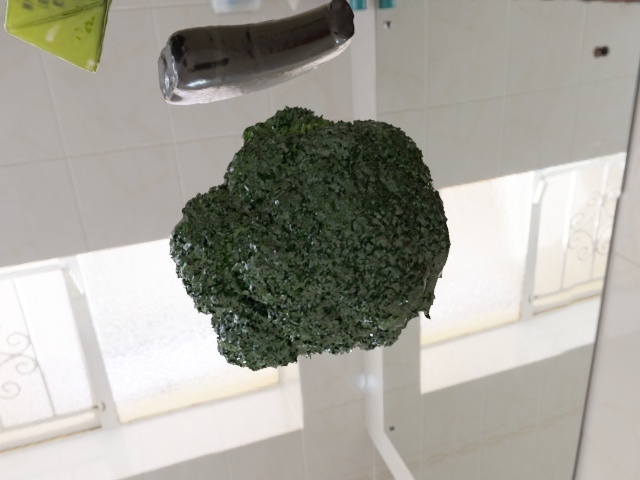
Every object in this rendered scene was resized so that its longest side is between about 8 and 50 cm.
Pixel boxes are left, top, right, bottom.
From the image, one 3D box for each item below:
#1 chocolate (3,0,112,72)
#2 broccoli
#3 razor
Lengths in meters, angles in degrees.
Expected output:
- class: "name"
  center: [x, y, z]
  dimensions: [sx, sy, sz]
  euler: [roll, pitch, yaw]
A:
- class: "chocolate"
  center: [-0.354, -0.447, 0.831]
  dimensions: [0.137, 0.288, 0.300]
  euler: [7, -137, -26]
- class: "broccoli"
  center: [0.000, 0.000, 0.612]
  dimensions: [0.294, 0.245, 0.265]
  euler: [-33, -101, -27]
- class: "razor"
  center: [-0.111, -0.329, 1.040]
  dimensions: [0.349, 0.113, 0.204]
  euler: [-20, -173, -19]
